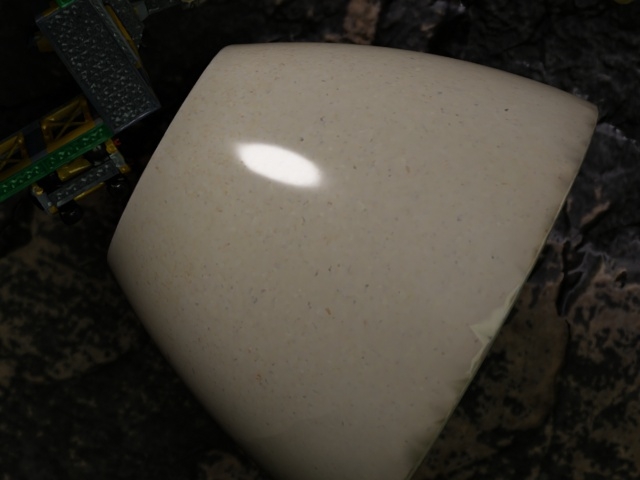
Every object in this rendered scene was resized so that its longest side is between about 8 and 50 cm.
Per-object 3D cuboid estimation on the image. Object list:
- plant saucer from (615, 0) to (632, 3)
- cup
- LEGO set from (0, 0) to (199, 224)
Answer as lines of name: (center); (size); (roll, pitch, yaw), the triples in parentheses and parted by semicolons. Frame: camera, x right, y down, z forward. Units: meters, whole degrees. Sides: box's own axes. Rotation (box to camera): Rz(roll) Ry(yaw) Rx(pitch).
plant saucer: (0.278, -0.399, 1.418); (0.333, 0.081, 0.333); (-40, 111, -12)
cup: (0.000, 0.000, 1.271); (0.237, 0.331, 0.331); (28, 87, 0)
LEGO set: (-0.249, -0.171, 1.211); (0.255, 0.192, 0.331); (-36, 125, 7)
